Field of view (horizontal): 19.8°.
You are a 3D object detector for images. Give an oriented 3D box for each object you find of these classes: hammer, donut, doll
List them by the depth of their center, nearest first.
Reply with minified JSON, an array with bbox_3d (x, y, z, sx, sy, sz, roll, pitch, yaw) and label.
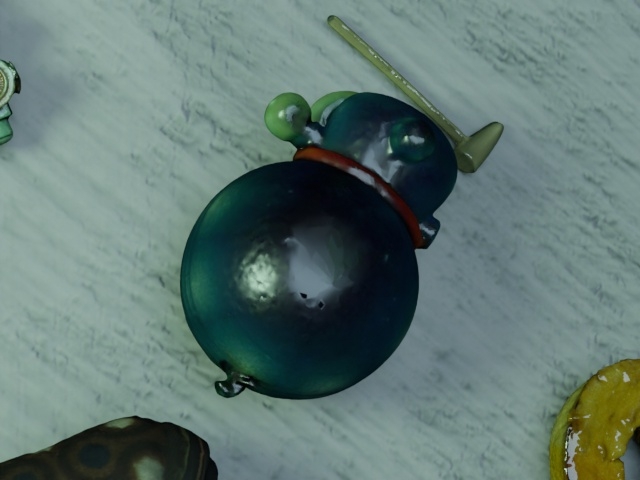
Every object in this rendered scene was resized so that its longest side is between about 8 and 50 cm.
[{"bbox_3d":[0.001,0.000,1.545,0.198,0.186,0.322,33,68,-10],"label":"doll"},{"bbox_3d":[0.278,0.199,1.668,0.162,0.065,0.178,10,76,-22],"label":"donut"},{"bbox_3d":[0.086,-0.147,1.685,0.195,0.028,0.060,43,64,-6],"label":"hammer"}]

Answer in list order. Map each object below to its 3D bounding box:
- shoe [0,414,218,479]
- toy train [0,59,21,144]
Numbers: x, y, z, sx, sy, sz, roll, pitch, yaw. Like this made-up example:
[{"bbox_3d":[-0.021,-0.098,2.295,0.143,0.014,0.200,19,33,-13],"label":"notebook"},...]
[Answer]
[{"bbox_3d":[-0.268,0.257,1.409,0.237,0.171,0.384,41,78,-12],"label":"shoe"},{"bbox_3d":[-0.330,-0.157,1.518,0.125,0.081,0.194,-25,91,-11],"label":"toy train"}]
